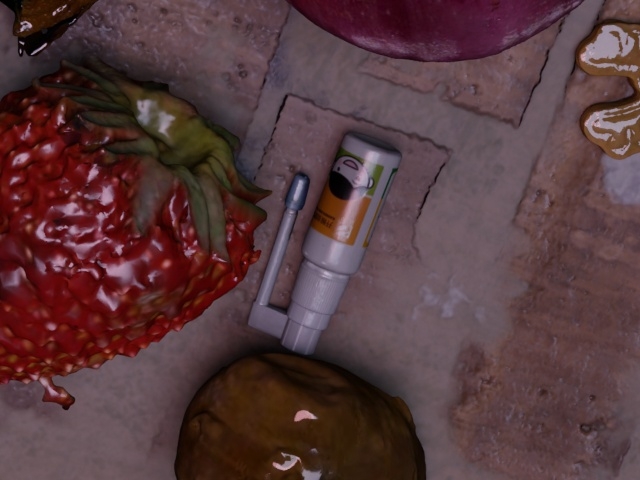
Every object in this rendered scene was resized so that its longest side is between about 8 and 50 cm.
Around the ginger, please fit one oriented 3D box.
[{"bbox_3d":[-0.009,0.220,1.580,0.269,0.223,0.200,26,98,-11],"label":"ginger"}]

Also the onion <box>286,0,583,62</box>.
[{"bbox_3d":[0.087,-0.309,1.404,0.358,0.358,0.345,12,146,-11],"label":"onion"}]

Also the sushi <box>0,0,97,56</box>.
[{"bbox_3d":[-0.258,-0.305,1.426,0.140,0.149,0.287,-18,114,0],"label":"sushi"}]

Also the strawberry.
[{"bbox_3d":[-0.223,0.015,1.483,0.292,0.292,0.343,30,117,-15],"label":"strawberry"}]

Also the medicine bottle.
[{"bbox_3d":[0.000,0.000,1.603,0.092,0.061,0.220,23,103,11],"label":"medicine bottle"}]

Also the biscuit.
[{"bbox_3d":[0.370,-0.155,1.622,0.236,0.040,0.144,-6,112,-4],"label":"biscuit"}]
